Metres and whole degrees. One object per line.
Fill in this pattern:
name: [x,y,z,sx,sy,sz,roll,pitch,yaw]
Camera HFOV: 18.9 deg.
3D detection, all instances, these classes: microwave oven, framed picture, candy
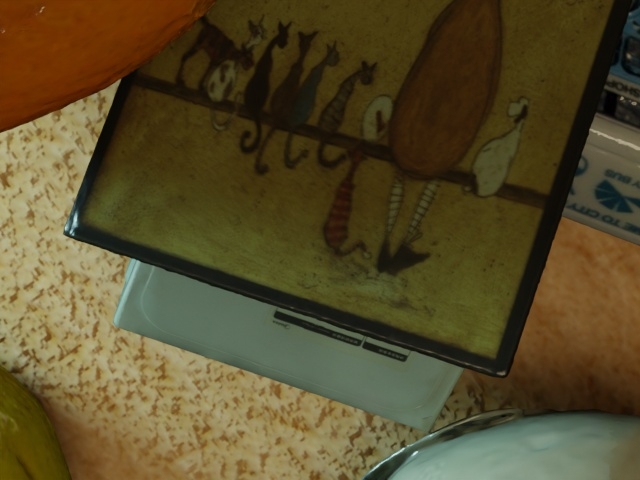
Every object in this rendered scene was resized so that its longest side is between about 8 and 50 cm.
microwave oven: [0.000,0.000,1.158,0.208,0.122,0.162,20,131,-7]
framed picture: [0.034,-0.120,1.054,0.255,0.014,0.339,19,80,9]
candy: [0.137,0.233,1.202,0.295,0.185,0.295,-7,136,-7]

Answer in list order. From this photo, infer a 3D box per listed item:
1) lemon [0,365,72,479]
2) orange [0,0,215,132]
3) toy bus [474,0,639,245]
lemon: [-0.276,0.182,1.185,0.240,0.219,0.240,1,107,3]
orange: [-0.206,-0.250,0.969,0.424,0.326,0.424,-2,81,10]
toy bus: [0.213,-0.064,1.130,0.297,0.131,0.106,20,146,-6]
